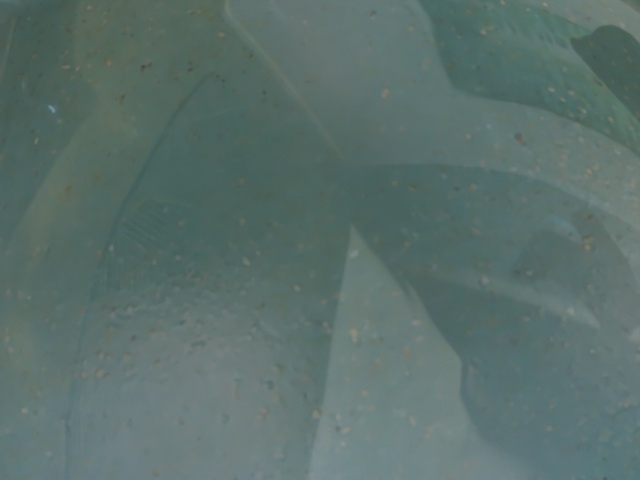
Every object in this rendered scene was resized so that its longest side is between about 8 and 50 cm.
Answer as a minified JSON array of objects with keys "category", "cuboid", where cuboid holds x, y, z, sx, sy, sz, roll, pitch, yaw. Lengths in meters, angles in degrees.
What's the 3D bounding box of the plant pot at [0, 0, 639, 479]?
[{"category":"plant pot","cuboid":[0.000,0.000,0.469,0.293,0.293,0.196,-11,-86,55]}]
